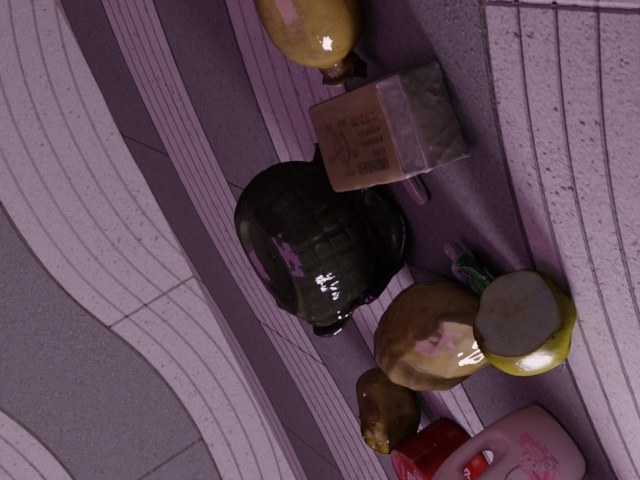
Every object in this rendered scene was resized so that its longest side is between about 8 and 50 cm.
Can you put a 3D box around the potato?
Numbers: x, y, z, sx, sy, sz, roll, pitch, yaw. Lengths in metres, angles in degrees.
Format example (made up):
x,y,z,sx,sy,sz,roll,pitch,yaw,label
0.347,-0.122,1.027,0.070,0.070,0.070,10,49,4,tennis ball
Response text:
x,y,z,sx,sy,sz,roll,pitch,yaw,label
0.135,0.339,2.283,0.137,0.137,0.176,108,155,-68,potato

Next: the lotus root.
x,y,z,sx,sy,sz,roll,pitch,yaw,label
-0.026,-0.343,1.558,0.146,0.130,0.303,32,149,57,lotus root

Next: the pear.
x,y,z,sx,sy,sz,roll,pitch,yaw,label
0.278,0.115,1.531,0.141,0.141,0.104,46,-175,33,pear

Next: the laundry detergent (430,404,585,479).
x,y,z,sx,sy,sz,roll,pitch,yaw,label
0.239,0.391,1.730,0.159,0.335,0.088,51,161,22,laundry detergent

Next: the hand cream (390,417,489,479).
x,y,z,sx,sy,sz,roll,pitch,yaw,label
0.236,0.448,2.187,0.193,0.125,0.193,50,162,23,hand cream

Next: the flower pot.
x,y,z,sx,sy,sz,roll,pitch,yaw,label
0.000,0.000,1.927,0.302,0.213,0.302,51,161,25,flower pot

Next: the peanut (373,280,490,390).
x,y,z,sx,sy,sz,roll,pitch,yaw,label
0.173,0.151,1.789,0.174,0.158,0.340,59,169,12,peanut

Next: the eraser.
x,y,z,sx,sy,sz,roll,pitch,yaw,label
0.088,-0.156,1.624,0.343,0.078,0.144,-3,106,70,eraser

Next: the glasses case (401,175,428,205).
x,y,z,sx,sy,sz,roll,pitch,yaw,label
0.136,-0.091,1.723,0.083,0.021,0.032,59,165,0,glasses case

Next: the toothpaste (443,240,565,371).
x,y,z,sx,sy,sz,roll,pitch,yaw,label
0.265,0.087,1.640,0.248,0.046,0.078,46,160,28,toothpaste
